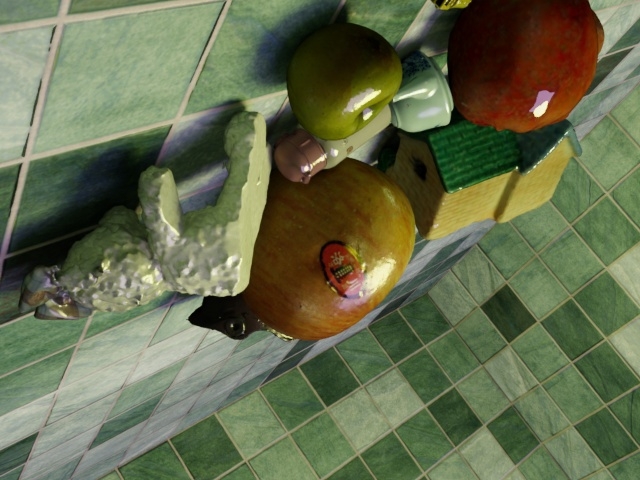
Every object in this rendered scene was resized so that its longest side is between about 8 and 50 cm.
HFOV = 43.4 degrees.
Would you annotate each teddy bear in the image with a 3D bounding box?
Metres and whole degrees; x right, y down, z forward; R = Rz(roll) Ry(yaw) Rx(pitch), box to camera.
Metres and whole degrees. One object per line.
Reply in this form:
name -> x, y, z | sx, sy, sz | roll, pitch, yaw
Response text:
teddy bear -> -0.289, -0.038, 1.365 | 0.361, 0.376, 0.327 | 6, 164, 4

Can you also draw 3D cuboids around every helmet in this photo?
helmet -> -0.161, 0.125, 1.931 | 0.225, 0.305, 0.177 | -113, -149, -72

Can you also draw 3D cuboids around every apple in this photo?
apple -> 0.000, 0.000, 1.656 | 0.400, 0.333, 0.400 | -45, -176, 4
apple -> 0.032, -0.259, 1.306 | 0.196, 0.157, 0.196 | -34, 165, -10

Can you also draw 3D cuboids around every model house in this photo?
model house -> 0.357, -0.234, 1.876 | 0.382, 0.335, 0.343 | -24, 151, -23

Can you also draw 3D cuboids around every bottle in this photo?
bottle -> 0.016, -0.198, 1.502 | 0.233, 0.110, 0.110 | -38, 166, -20

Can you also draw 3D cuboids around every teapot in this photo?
teapot -> 0.172, -0.281, 1.595 | 0.159, 0.159, 0.232 | -36, 177, -2

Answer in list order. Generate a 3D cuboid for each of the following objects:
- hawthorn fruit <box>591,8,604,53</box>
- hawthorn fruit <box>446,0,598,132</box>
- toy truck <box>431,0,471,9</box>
hawthorn fruit -> 0.557, -0.461, 1.856 | 0.199, 0.199, 0.251 | -45, 175, 30
hawthorn fruit -> 0.388, -0.373, 1.566 | 0.308, 0.325, 0.308 | -2, -174, 0
toy truck -> 0.226, -0.434, 1.410 | 0.083, 0.054, 0.049 | -18, 157, -48
